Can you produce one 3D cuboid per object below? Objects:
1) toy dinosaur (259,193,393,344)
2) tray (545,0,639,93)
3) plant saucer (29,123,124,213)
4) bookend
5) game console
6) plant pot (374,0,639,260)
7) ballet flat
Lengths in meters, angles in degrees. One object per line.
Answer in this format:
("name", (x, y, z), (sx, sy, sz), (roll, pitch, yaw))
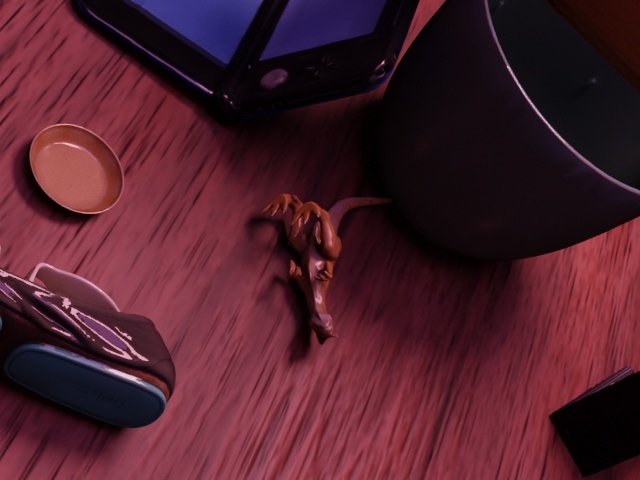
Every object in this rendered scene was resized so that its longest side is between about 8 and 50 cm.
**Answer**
("toy dinosaur", (0.000, 0.000, 1.084), (0.112, 0.064, 0.211), (59, 34, -36))
("tray", (0.294, -0.259, 1.037), (0.411, 0.203, 0.076), (42, 45, -11))
("plant saucer", (-0.200, -0.056, 0.968), (0.083, 0.015, 0.083), (21, 52, -30))
("bookend", (0.340, 0.153, 1.186), (0.156, 0.157, 0.072), (-19, 77, -45))
("game console", (-0.045, -0.268, 1.133), (0.173, 0.250, 0.293), (58, 36, -34))
("plant pot", (0.195, -0.114, 1.179), (0.293, 0.235, 0.293), (21, 51, -28))
("ballet flat", (-0.225, 0.051, 0.833), (0.280, 0.095, 0.096), (30, 37, -36))
